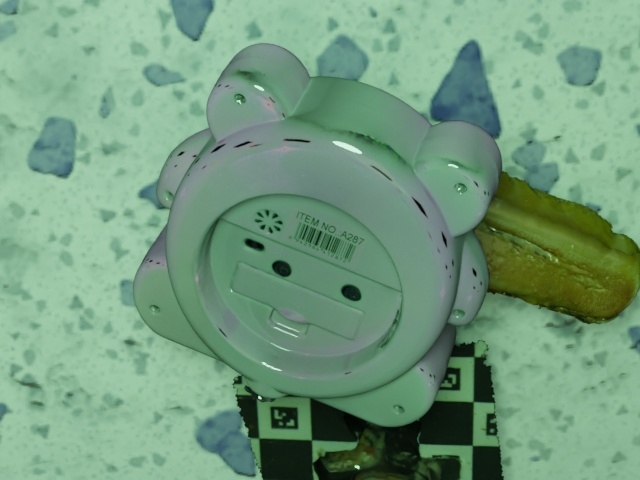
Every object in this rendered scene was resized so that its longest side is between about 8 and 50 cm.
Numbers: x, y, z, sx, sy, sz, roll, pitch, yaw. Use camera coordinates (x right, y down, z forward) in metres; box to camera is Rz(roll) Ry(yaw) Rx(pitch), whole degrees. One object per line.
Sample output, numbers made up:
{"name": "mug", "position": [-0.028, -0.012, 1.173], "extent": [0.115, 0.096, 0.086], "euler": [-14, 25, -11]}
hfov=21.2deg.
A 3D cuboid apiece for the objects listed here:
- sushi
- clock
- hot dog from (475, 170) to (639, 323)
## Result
{"name": "sushi", "position": [0.047, 0.162, 1.295], "extent": [0.192, 0.040, 0.210], "euler": [-7, 119, 10]}
{"name": "clock", "position": [0.000, 0.000, 1.119], "extent": [0.227, 0.090, 0.248], "euler": [22, 134, 3]}
{"name": "hot dog", "position": [0.089, -0.023, 1.184], "extent": [0.289, 0.068, 0.083], "euler": [24, 120, -8]}
